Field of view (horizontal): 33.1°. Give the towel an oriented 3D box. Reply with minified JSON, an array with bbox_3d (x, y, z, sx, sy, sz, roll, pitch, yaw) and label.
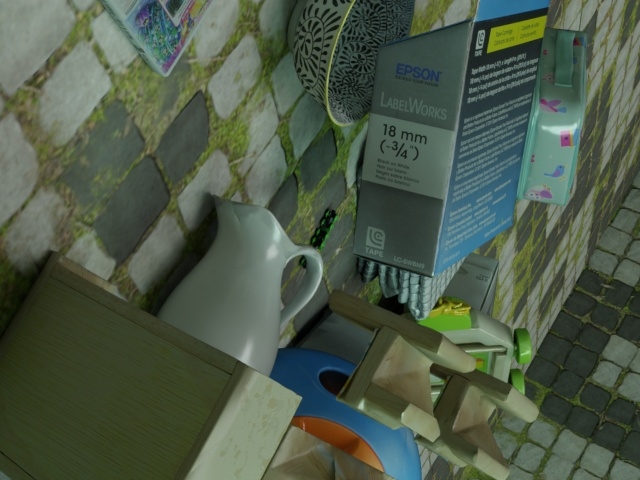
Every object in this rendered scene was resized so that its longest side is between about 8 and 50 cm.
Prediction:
[{"bbox_3d":[0.149,-0.069,1.480,0.235,0.121,0.284,-51,153,-34],"label":"towel"}]

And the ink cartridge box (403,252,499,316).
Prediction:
[{"bbox_3d":[0.213,0.112,1.775,0.176,0.128,0.127,85,25,-50],"label":"ink cartridge box"}]

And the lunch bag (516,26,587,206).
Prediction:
[{"bbox_3d":[0.370,-0.212,1.748,0.279,0.107,0.224,-75,167,-48],"label":"lunch bag"}]

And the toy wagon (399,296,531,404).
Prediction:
[{"bbox_3d":[0.189,0.178,1.672,0.344,0.267,0.068,86,0,-51],"label":"toy wagon"}]

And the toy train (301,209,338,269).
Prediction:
[{"bbox_3d":[0.000,0.000,1.344,0.083,0.017,0.024,-63,168,-5],"label":"toy train"}]

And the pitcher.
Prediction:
[{"bbox_3d":[-0.078,0.080,1.087,0.177,0.125,0.207,30,78,-48],"label":"pitcher"}]

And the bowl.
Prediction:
[{"bbox_3d":[0.019,-0.207,1.075,0.170,0.080,0.170,-48,152,-35],"label":"bowl"}]

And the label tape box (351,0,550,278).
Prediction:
[{"bbox_3d":[0.149,-0.155,1.163,0.240,0.105,0.334,-26,128,-58],"label":"label tape box"}]

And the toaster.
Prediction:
[{"bbox_3d":[0.028,0.196,1.446,0.227,0.146,0.129,-44,150,-41],"label":"toaster"}]

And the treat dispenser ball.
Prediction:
[{"bbox_3d":[-0.032,0.262,1.189,0.288,0.288,0.288,-49,154,-35],"label":"treat dispenser ball"}]

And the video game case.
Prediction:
[{"bbox_3d":[-0.111,-0.227,0.840,0.157,0.019,0.143,-61,159,-12],"label":"video game case"}]

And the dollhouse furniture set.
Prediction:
[{"bbox_3d":[-0.068,0.198,0.920,0.394,0.256,0.362,38,78,-47],"label":"dollhouse furniture set"}]
